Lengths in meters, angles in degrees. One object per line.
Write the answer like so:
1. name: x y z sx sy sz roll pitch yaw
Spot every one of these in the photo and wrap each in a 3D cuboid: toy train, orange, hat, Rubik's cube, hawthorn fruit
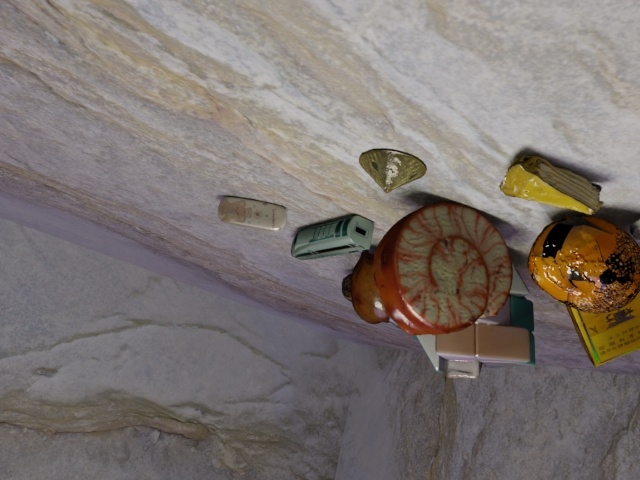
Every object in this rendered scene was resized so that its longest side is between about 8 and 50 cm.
1. toy train: 0.000 0.000 1.675 0.088 0.086 0.407 21 162 -29
2. orange: 0.573 0.054 1.200 0.235 0.182 0.234 26 148 18
3. hat: 0.146 -0.129 1.168 0.146 0.067 0.146 12 163 4
4. Rubik's cube: 0.405 0.208 1.565 0.368 0.358 0.387 -2 163 23
5. hawthorn fruit: 0.181 0.133 1.748 0.208 0.248 0.208 -27 178 -1

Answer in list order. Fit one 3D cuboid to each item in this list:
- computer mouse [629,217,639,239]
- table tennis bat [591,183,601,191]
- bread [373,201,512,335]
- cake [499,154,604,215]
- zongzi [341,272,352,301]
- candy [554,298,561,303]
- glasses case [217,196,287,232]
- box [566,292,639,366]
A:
1. computer mouse: 0.734 -0.022 1.112 0.199 0.044 0.102 7 163 25
2. table tennis bat: 0.505 -0.102 1.088 0.083 0.007 0.050 9 164 8
3. bread: 0.282 0.064 1.289 0.328 0.295 0.114 -15 174 -24
4. cake: 0.432 -0.116 1.021 0.185 0.079 0.116 17 154 21
5. zongzi: 0.254 0.205 2.074 0.288 0.134 0.286 -1 161 42
6. candy: 0.796 0.115 1.460 0.366 0.124 0.124 3 163 4
7. glasses case: -0.195 -0.075 1.591 0.204 0.081 0.051 9 165 8
8. box: 0.733 0.175 1.394 0.193 0.084 0.301 -28 127 12
